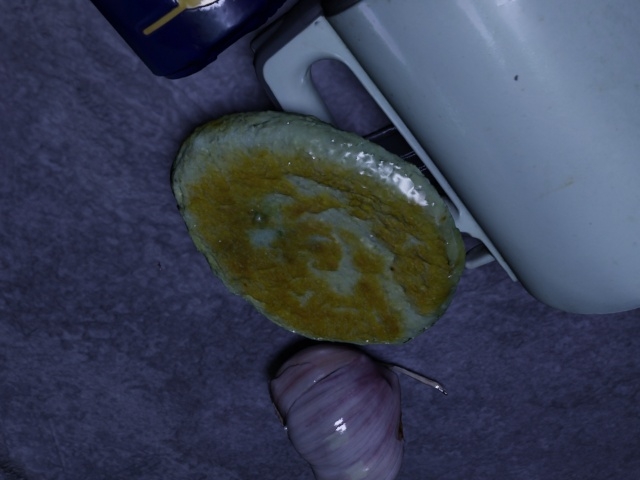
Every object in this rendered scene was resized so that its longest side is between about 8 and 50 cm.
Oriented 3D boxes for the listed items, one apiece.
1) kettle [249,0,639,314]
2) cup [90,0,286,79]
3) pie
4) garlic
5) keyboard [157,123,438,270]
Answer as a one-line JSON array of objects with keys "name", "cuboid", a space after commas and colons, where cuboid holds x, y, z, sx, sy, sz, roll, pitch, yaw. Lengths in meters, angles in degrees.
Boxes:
[{"name": "kettle", "cuboid": [0.156, -0.123, 0.576, 0.361, 0.250, 0.377, -28, 118, 34]}, {"name": "cup", "cuboid": [-0.114, -0.287, 0.461, 0.255, 0.178, 0.256, -20, 125, 32]}, {"name": "pie", "cuboid": [0.000, 0.000, 0.623, 0.323, 0.070, 0.323, 14, 138, 13]}, {"name": "garlic", "cuboid": [0.044, 0.240, 0.851, 0.256, 0.207, 0.207, -1, 130, -45]}, {"name": "keyboard", "cuboid": [-0.013, -0.043, 0.720, 0.381, 0.041, 0.103, -26, 119, 5]}]
